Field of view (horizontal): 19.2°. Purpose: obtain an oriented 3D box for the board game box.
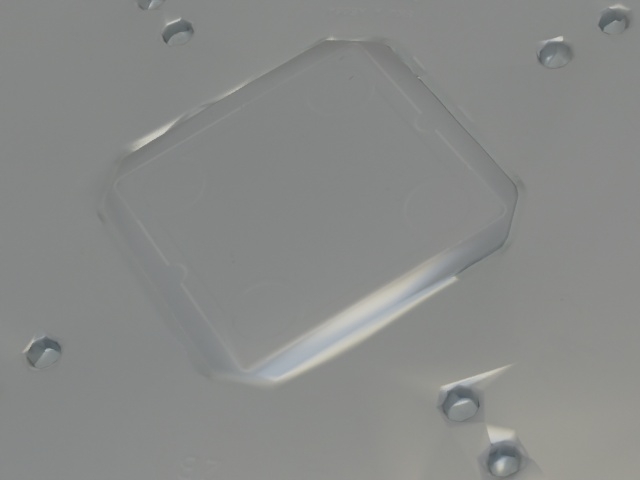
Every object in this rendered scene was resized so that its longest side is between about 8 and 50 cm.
[{"bbox_3d":[0.000,0.000,0.619,0.390,0.050,0.390,5,55,20],"label":"board game box"}]
